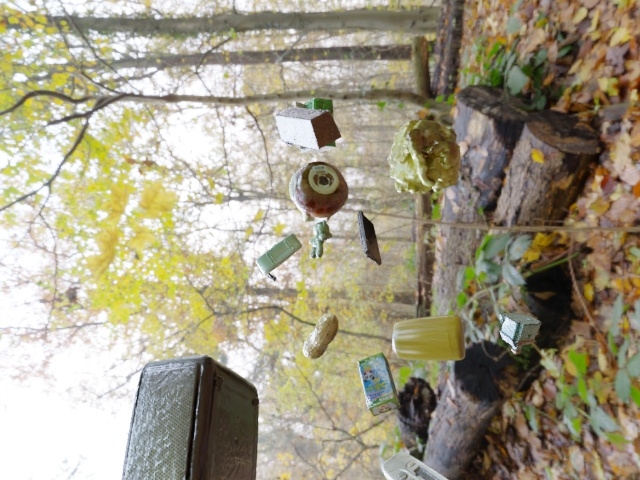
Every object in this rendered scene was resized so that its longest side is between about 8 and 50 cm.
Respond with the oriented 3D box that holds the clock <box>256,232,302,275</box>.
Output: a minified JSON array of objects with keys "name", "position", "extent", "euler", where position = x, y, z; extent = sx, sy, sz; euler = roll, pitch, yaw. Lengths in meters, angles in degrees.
[{"name":"clock","position":[-0.151,0.056,1.512],"extent":[0.159,0.066,0.211],"euler":[-37,-1,-18]}]

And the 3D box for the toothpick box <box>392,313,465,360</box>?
[{"name":"toothpick box","position":[0.419,0.385,1.751],"extent":[0.175,0.272,0.174],"euler":[-7,-90,-70]}]

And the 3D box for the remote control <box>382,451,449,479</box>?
[{"name":"remote control","position":[0.246,0.584,1.049],"extent":[0.090,0.230,0.049],"euler":[-22,-73,-29]}]

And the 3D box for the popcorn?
[{"name":"popcorn","position":[0.372,-0.286,1.572],"extent":[0.237,0.293,0.292],"euler":[124,165,-51]}]

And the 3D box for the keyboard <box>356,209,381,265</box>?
[{"name":"keyboard","position":[0.118,-0.009,1.089],"extent":[0.060,0.018,0.195],"euler":[41,-157,-21]}]

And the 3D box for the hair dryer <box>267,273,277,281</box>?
[{"name":"hair dryer","position":[-0.247,0.166,2.149],"extent":[0.026,0.047,0.083],"euler":[-57,-36,-17]}]

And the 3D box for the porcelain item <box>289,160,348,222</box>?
[{"name":"porcelain item","position":[-0.014,-0.189,1.813],"extent":[0.253,0.253,0.252],"euler":[4,-90,-76]}]

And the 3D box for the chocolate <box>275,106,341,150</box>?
[{"name":"chocolate","position":[-0.057,-0.402,1.564],"extent":[0.321,0.112,0.111],"euler":[32,149,58]}]

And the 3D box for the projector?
[{"name":"projector","position":[-0.341,0.579,1.263],"extent":[0.395,0.242,0.404],"euler":[66,-162,-56]}]

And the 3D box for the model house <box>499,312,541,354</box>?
[{"name":"model house","position":[0.798,0.380,1.801],"extent":[0.119,0.149,0.148],"euler":[-150,68,-65]}]

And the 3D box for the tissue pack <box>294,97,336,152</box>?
[{"name":"tissue pack","position":[-0.039,-0.492,1.915],"extent":[0.148,0.156,0.208],"euler":[-1,94,60]}]

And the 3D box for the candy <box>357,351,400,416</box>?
[{"name":"candy","position":[0.193,0.474,1.480],"extent":[0.194,0.097,0.062],"euler":[-101,-14,-53]}]

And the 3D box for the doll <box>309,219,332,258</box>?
[{"name":"doll","position":[0.000,0.000,1.697],"extent":[0.115,0.078,0.150],"euler":[-23,50,62]}]

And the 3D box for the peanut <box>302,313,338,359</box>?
[{"name":"peanut","position":[0.002,0.388,1.783],"extent":[0.229,0.098,0.103],"euler":[-59,39,31]}]
